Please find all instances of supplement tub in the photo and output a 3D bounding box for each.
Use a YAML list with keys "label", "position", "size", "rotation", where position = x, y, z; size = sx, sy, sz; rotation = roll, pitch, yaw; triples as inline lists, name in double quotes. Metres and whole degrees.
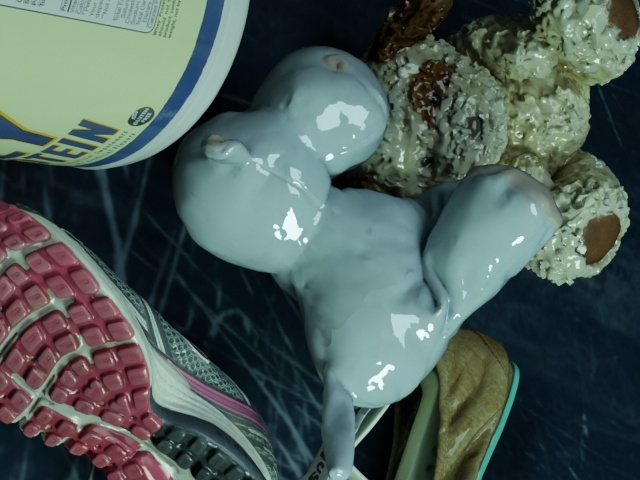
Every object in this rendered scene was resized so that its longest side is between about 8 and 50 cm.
- label: "supplement tub"
  position: [-0.225, -0.168, 1.053]
  size: [0.325, 0.235, 0.235]
  rotation: [4, 80, -47]

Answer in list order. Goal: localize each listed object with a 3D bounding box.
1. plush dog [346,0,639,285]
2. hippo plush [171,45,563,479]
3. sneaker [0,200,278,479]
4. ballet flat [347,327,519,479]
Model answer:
- label: "plush dog"
  position: [0.116, -0.103, 1.481]
  size: [0.225, 0.210, 0.262]
  rotation: [-1, 101, -30]
- label: "hippo plush"
  position: [0.000, 0.000, 1.317]
  size: [0.236, 0.234, 0.294]
  rotation: [42, 74, 1]
- label: "sneaker"
  position: [-0.138, 0.090, 1.210]
  size: [0.299, 0.121, 0.112]
  rotation: [53, 20, -26]
- label: "ballet flat"
  position: [0.063, 0.211, 1.408]
  size: [0.124, 0.116, 0.342]
  rotation: [27, 62, -19]
